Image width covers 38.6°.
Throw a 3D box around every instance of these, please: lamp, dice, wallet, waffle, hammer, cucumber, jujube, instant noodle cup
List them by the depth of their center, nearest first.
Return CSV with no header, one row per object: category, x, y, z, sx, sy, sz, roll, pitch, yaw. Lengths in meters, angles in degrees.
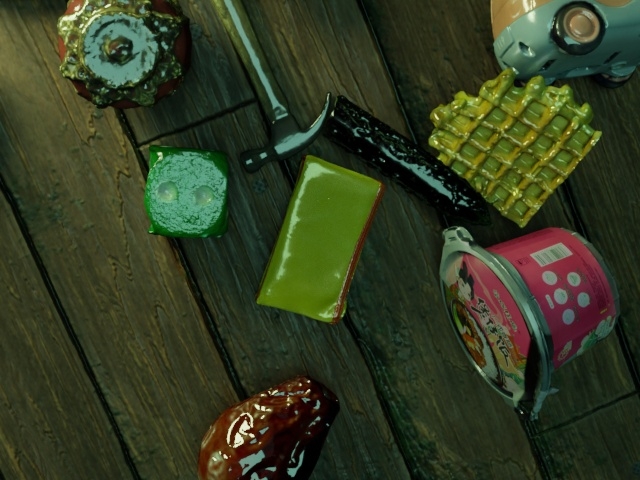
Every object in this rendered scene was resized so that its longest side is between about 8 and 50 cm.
lamp,-0.259,-0.263,1.231,0.177,0.274,0.177,-2,107,-5
dice,-0.194,-0.072,1.332,0.120,0.128,0.131,1,95,-8
waffle,0.272,-0.156,1.351,0.219,0.057,0.229,30,129,-2
hammer,-0.128,-0.326,1.352,0.168,0.044,0.440,-26,98,-1
instant noodle cup,0.321,0.091,1.357,0.181,0.258,0.302,-23,103,-17
cucumber,0.136,-0.110,1.363,0.300,0.072,0.072,33,92,4
jujube,-0.074,0.303,1.375,0.236,0.168,0.168,-44,98,-6
wallet,0.000,0.000,1.397,0.141,0.067,0.241,18,99,-12

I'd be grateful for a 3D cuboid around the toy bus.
toy bus,0.382,-0.347,1.332,0.287,0.194,0.232,-11,77,-10
